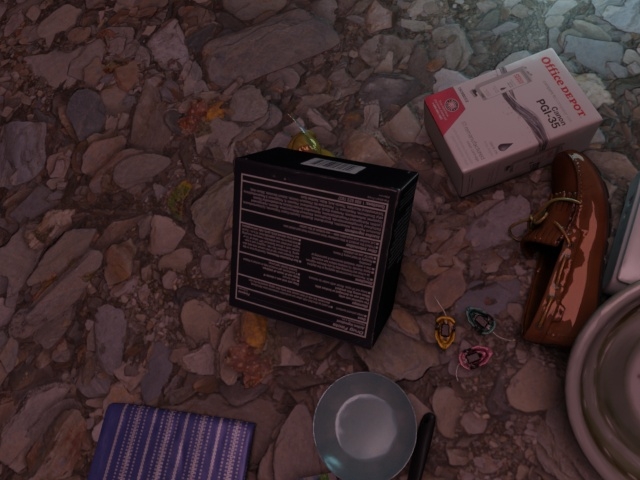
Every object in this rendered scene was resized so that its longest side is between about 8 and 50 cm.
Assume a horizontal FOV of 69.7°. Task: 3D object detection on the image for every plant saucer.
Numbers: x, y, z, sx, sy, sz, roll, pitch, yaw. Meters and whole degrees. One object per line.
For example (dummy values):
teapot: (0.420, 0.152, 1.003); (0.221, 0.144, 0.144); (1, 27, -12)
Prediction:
plant saucer: (0.083, 0.344, 0.850); (0.195, 0.037, 0.194); (-9, 62, 17)
plant saucer: (0.588, 0.233, 0.707); (0.401, 0.100, 0.399); (0, 91, 16)

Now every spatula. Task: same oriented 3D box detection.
spatula: (0.142, 0.424, 0.766); (0.084, 0.030, 0.296); (-20, 29, 46)

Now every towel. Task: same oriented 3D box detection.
towel: (-0.307, 0.466, 0.911); (0.336, 0.040, 0.243); (3, 69, 12)

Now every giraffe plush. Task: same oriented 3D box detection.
giraffe plush: (-0.057, -0.146, 1.022); (0.170, 0.181, 0.210); (-45, 76, 18)

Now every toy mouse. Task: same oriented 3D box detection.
toy mouse: (0.291, 0.186, 0.871); (0.143, 0.031, 0.160); (-1, 70, 13)

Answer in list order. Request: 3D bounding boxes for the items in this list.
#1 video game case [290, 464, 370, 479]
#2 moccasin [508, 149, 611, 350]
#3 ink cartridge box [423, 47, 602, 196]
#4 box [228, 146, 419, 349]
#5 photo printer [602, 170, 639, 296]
video game case: (0.019, 0.460, 0.784); (0.167, 0.015, 0.119); (-5, 42, -13)
moccasin: (0.437, 0.008, 0.857); (0.147, 0.139, 0.379); (10, 82, 8)
ink cartridge box: (0.387, -0.247, 0.964); (0.283, 0.117, 0.207); (-21, 66, 5)
box: (0.000, 0.000, 0.861); (0.297, 0.183, 0.293); (14, 112, 18)
photo printer: (0.688, 0.028, 0.795); (0.308, 0.107, 0.255); (20, 76, 20)
